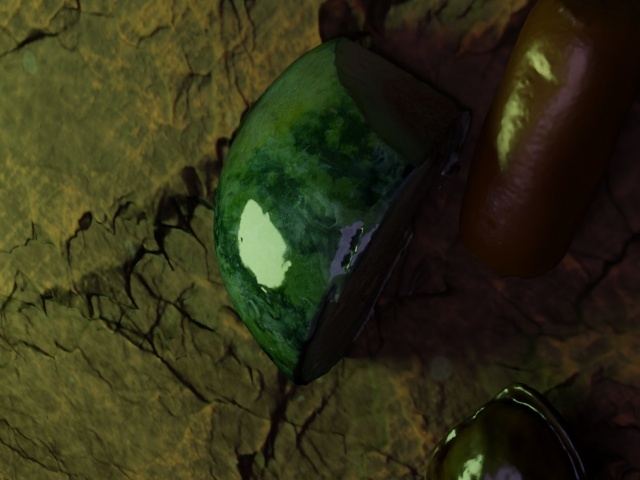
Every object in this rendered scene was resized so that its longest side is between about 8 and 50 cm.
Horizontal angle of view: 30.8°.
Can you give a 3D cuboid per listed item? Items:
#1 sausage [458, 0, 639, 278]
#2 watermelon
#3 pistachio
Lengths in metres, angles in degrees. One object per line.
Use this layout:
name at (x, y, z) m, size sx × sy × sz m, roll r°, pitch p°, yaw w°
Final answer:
sausage at (0.164, -0.073, 0.852) m, size 0.098 × 0.098 × 0.238 m, roll 29°, pitch 125°, yaw 19°
watermelon at (0.000, 0.000, 0.975) m, size 0.224 × 0.180 × 0.305 m, roll -106°, pitch 29°, yaw -43°
pistachio at (0.157, 0.217, 0.980) m, size 0.165 × 0.130 × 0.210 m, roll 21°, pitch 115°, yaw 27°
